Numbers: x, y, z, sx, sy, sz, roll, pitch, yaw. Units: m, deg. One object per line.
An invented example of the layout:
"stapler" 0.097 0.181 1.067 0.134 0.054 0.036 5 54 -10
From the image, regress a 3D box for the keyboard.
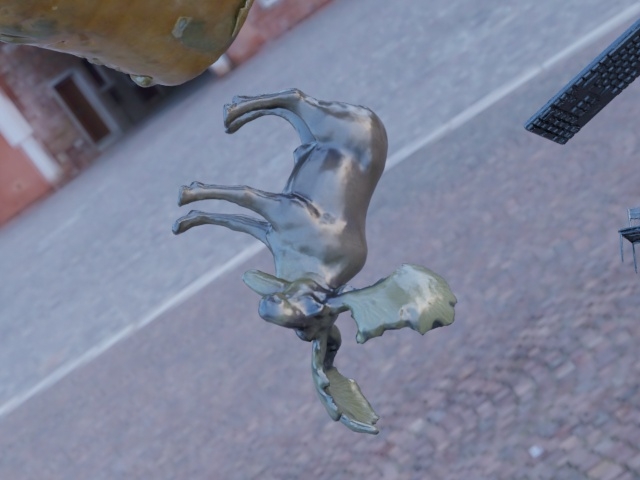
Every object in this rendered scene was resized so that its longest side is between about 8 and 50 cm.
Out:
"keyboard" 0.288 -0.166 1.301 0.204 0.061 0.013 -44 47 31

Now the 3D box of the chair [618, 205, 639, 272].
"chair" 0.346 -0.010 1.449 0.037 0.042 0.086 -12 57 29

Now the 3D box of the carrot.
"carrot" -0.240 -0.275 1.169 0.224 0.341 0.224 -18 64 41

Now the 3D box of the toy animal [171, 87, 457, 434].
"toy animal" 0.000 0.000 0.848 0.093 0.186 0.214 113 180 -64
